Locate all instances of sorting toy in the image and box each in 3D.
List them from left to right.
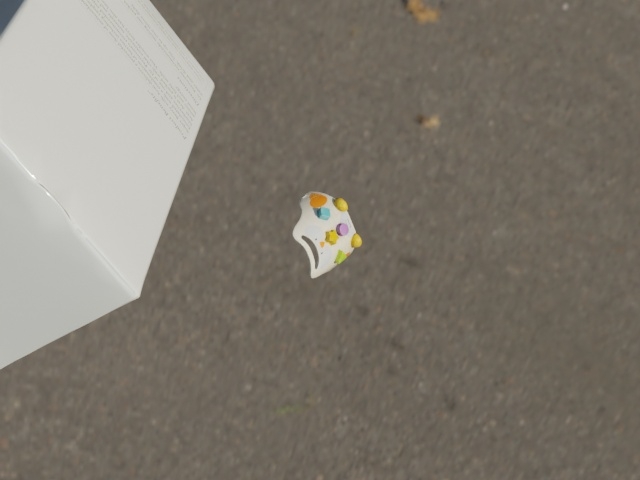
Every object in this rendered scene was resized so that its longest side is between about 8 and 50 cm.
[{"bbox_3d":[0.000,0.000,1.500,0.045,0.083,0.075,-10,22,38],"label":"sorting toy"}]

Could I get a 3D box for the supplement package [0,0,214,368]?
[{"bbox_3d":[-0.217,-0.069,1.061,0.177,0.175,0.293,52,25,-24],"label":"supplement package"}]
